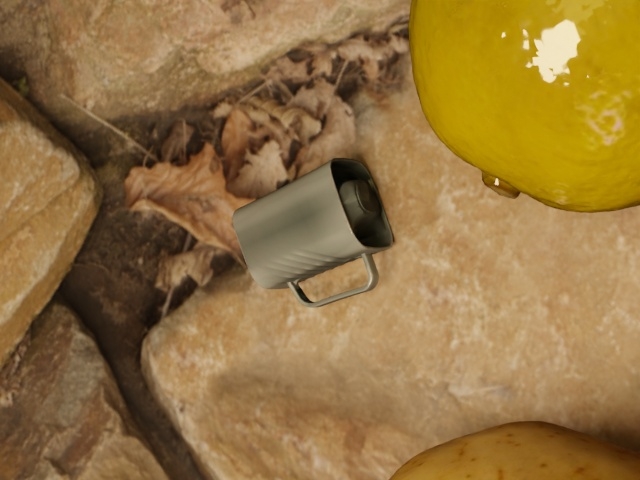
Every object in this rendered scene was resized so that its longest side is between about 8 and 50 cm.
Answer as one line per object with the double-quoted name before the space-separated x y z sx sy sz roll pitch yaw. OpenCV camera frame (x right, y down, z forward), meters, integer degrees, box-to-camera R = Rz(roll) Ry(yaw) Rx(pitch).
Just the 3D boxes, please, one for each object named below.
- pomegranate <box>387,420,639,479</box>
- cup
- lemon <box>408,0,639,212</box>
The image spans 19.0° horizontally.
"pomegranate" 0.171 0.328 1.590 0.410 0.410 0.410 -1 88 25
"cup" 0.000 0.000 1.861 0.129 0.095 0.128 -24 81 25
"lemon" 0.236 -0.188 1.634 0.348 0.348 0.348 -1 88 25
